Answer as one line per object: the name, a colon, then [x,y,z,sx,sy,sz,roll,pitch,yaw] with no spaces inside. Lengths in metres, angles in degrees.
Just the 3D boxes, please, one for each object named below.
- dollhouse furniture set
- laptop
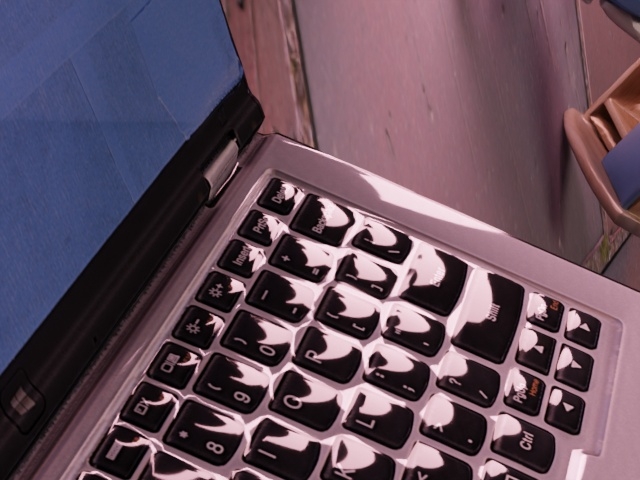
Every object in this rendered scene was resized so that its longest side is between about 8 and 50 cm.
dollhouse furniture set: [0.175,-0.194,0.978,0.303,0.198,0.286,27,31,-29]
laptop: [0.000,0.000,0.300,0.382,0.408,0.236,-61,174,-53]
